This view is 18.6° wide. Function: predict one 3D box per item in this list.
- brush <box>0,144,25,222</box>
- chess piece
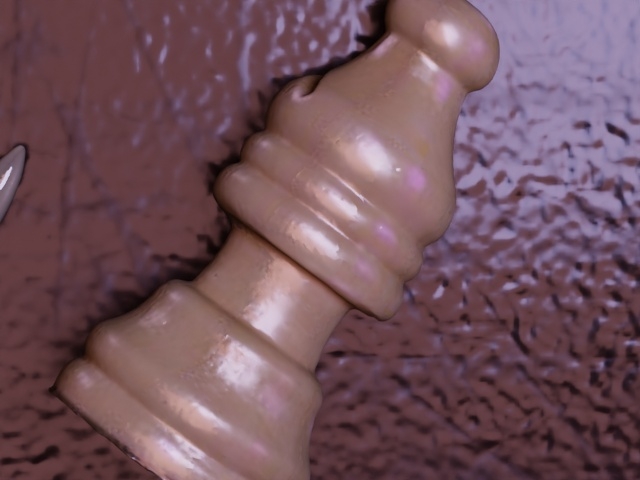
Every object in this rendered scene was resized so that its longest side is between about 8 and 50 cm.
[{"bbox_3d":[-0.238,0.079,1.089,0.042,0.039,0.299,32,90,32],"label":"brush"},{"bbox_3d":[0.000,0.000,1.070,0.138,0.124,0.307,34,88,23],"label":"chess piece"}]
